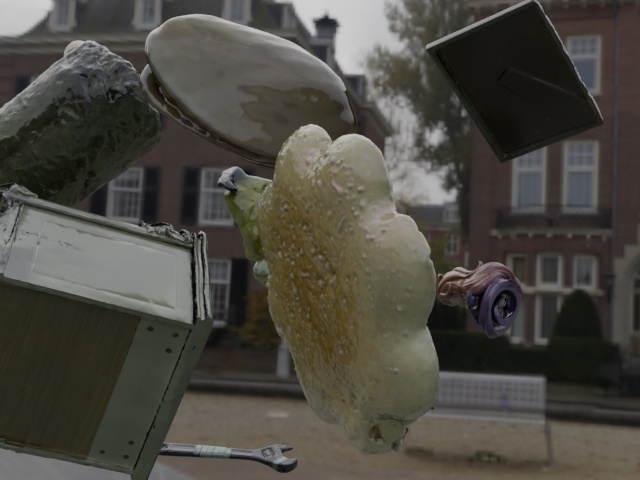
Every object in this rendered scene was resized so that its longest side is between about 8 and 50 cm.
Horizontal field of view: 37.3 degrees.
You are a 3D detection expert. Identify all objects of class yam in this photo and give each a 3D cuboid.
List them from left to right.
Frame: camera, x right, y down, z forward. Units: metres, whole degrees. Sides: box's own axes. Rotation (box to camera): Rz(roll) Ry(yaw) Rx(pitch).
[{"bbox_3d":[-0.394,-0.156,1.460,0.300,0.195,0.195,-40,-4,-5],"label":"yam"}]

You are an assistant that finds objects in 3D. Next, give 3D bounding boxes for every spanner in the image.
[{"bbox_3d":[-0.207,0.469,2.097,0.316,0.024,0.087,5,25,-1],"label":"spanner"}]

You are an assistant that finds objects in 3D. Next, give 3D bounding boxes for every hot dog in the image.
[{"bbox_3d":[-0.435,-0.315,1.709,0.060,0.089,0.140,-17,29,-13],"label":"hot dog"}]

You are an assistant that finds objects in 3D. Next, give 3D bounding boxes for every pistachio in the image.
[{"bbox_3d":[-0.093,-0.177,1.211,0.288,0.197,0.166,16,-41,0],"label":"pistachio"}]

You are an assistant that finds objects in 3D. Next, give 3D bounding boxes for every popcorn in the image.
[{"bbox_3d":[0.001,0.007,1.587,0.293,0.237,0.293,-1,33,0],"label":"popcorn"}]

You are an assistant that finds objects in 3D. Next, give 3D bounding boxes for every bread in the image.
[{"bbox_3d":[0.014,0.046,0.869,0.054,0.315,0.316,-14,1,-24],"label":"bread"}]

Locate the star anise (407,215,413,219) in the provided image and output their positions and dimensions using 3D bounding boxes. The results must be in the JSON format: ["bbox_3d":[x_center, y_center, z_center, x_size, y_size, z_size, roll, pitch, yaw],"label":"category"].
[{"bbox_3d":[0.024,0.007,1.337,0.196,0.111,0.212,31,43,19],"label":"star anise"}]

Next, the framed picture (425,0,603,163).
[{"bbox_3d":[0.318,-0.250,1.531,0.192,0.018,0.265,-19,-52,30],"label":"framed picture"}]

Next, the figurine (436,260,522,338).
[{"bbox_3d":[0.268,0.083,1.596,0.126,0.114,0.157,-5,30,-37],"label":"figurine"}]

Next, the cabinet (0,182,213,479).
[{"bbox_3d":[-0.340,0.116,1.252,0.318,0.289,0.227,15,28,-17],"label":"cabinet"}]
